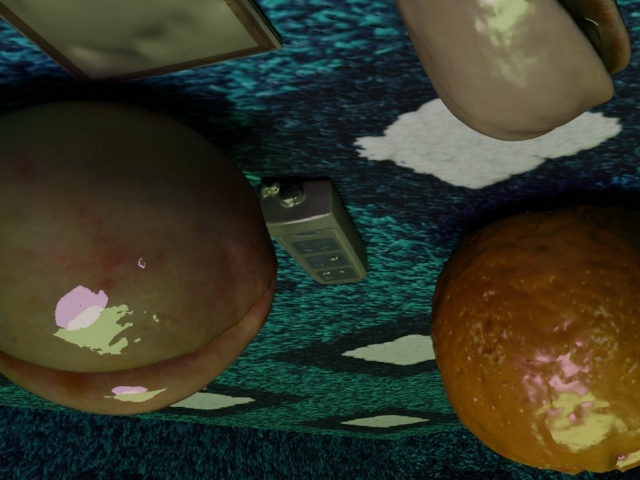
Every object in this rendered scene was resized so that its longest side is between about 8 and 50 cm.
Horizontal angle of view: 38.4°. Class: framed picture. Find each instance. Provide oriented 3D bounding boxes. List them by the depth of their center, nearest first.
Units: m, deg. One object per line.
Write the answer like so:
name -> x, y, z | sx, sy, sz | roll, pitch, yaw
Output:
framed picture -> -0.143, -0.169, 0.610 | 0.173, 0.010, 0.231 | -8, 160, 16

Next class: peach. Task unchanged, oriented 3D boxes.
peach -> -0.182, 0.012, 0.788 | 0.292, 0.247, 0.292 | -6, 140, -5

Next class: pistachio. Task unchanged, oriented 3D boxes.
pistachio -> 0.111, -0.139, 0.558 | 0.152, 0.126, 0.223 | 29, 175, 28

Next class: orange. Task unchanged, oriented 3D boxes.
orange -> 0.293, 0.118, 1.055 | 0.340, 0.293, 0.340 | -2, 163, -1

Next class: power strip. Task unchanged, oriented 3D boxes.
power strip -> 0.000, -0.003, 1.057 | 0.080, 0.048, 0.286 | -5, 162, 12
